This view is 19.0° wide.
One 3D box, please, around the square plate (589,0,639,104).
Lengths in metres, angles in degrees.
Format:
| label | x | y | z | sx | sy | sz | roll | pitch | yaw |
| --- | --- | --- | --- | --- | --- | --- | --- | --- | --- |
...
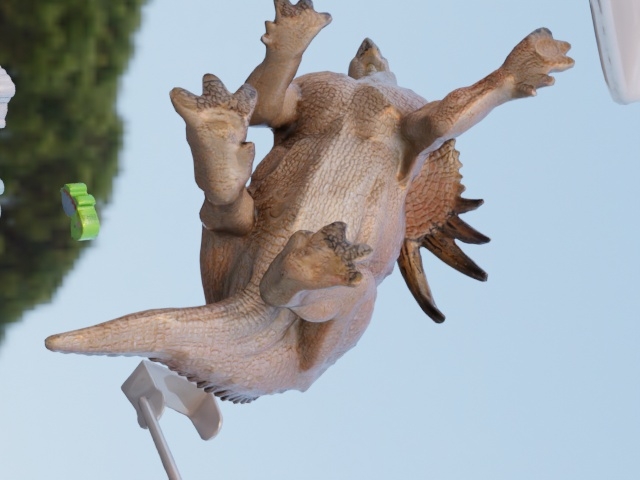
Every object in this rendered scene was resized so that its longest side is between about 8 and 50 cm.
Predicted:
| label | x | y | z | sx | sy | sz | roll | pitch | yaw |
| --- | --- | --- | --- | --- | --- | --- | --- | --- | --- |
| square plate | 0.242 | -0.229 | 0.753 | 0.049 | 0.347 | 0.344 | 65 | 3 | 33 |

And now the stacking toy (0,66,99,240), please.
| label | x | y | z | sx | sy | sz | roll | pitch | yaw |
| --- | --- | --- | --- | --- | --- | --- | --- | --- | --- |
| stacking toy | -0.299 | -0.063 | 1.562 | 0.221 | 0.167 | 0.052 | 51 | -48 | 32 |

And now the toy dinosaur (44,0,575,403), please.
| label | x | y | z | sx | sy | sz | roll | pitch | yaw |
| --- | --- | --- | --- | --- | --- | --- | --- | --- | --- |
| toy dinosaur | 0.000 | 0.000 | 0.882 | 0.127 | 0.296 | 0.200 | 32 | -35 | 13 |

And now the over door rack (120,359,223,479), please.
| label | x | y | z | sx | sy | sz | roll | pitch | yaw |
| --- | --- | --- | --- | --- | --- | --- | --- | --- | --- |
| over door rack | -0.140 | 0.210 | 0.904 | 0.239 | 0.108 | 0.324 | -49 | -157 | 12 |
